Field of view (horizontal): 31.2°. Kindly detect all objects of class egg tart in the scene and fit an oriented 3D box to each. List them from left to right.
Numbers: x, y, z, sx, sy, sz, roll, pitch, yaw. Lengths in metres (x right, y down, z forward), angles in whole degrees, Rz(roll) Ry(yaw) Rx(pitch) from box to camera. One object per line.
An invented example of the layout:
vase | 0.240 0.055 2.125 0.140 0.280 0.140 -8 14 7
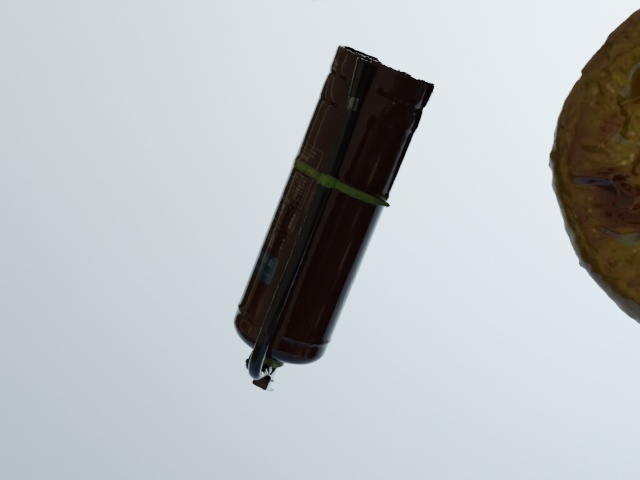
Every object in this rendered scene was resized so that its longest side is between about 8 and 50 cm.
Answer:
egg tart | 0.249 -0.042 0.632 0.202 0.203 0.147 23 -158 40

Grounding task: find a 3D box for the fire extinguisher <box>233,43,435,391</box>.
fire extinguisher | 0.000 0.000 0.403 0.039 0.132 0.056 24 -169 8
